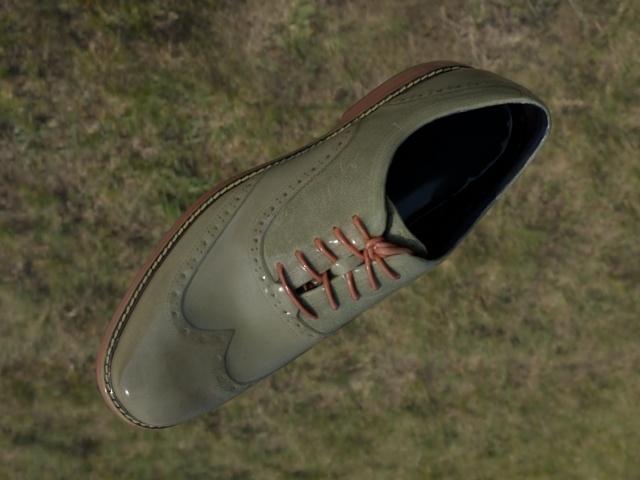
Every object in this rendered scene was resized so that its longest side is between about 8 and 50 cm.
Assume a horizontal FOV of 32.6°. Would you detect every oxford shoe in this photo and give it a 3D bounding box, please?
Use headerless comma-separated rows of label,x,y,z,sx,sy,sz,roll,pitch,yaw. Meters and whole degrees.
oxford shoe,0.000,0.000,0.712,0.348,0.130,0.123,-43,109,-8
